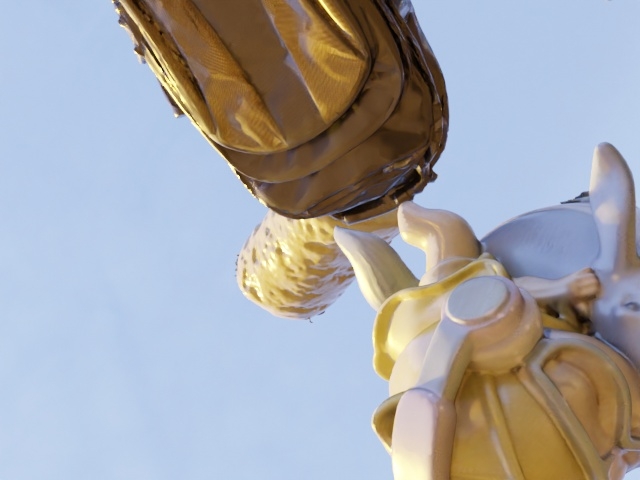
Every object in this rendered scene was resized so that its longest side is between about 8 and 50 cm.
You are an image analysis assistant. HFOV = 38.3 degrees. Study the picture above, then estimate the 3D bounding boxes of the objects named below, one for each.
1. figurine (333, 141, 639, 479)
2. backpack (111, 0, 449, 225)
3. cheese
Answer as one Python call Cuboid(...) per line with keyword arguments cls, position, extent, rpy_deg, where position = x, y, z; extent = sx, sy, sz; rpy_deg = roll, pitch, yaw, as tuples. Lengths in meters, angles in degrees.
Cuboid(cls="figurine", position=(0.082, 0.046, 0.394), extent=(0.184, 0.208, 0.128), rpy_deg=(-43, -64, -26))
Cuboid(cls="backpack", position=(-0.016, -0.128, 0.639), extent=(0.258, 0.206, 0.133), rpy_deg=(59, -148, -7))
Cuboid(cls="cheese", position=(0.000, 0.000, 0.880), extent=(0.123, 0.094, 0.167), rpy_deg=(7, -36, -29))
